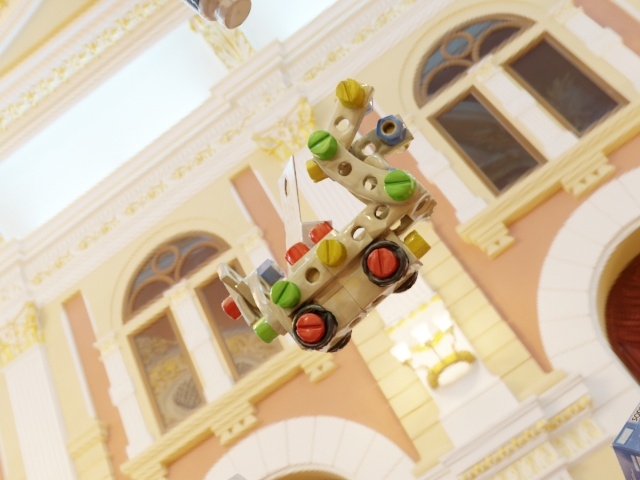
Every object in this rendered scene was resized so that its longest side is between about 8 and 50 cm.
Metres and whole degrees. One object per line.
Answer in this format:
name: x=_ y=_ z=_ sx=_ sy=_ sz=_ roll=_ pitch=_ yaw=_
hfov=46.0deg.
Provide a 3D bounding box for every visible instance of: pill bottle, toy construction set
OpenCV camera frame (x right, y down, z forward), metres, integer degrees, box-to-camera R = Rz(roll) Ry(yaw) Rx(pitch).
pill bottle: x=-0.150 y=-0.333 z=0.996 sx=0.067 sy=0.120 sz=0.067 roll=-45 pitch=-16 yaw=-16
toy construction set: x=0.000 y=0.000 z=0.855 sx=0.327 sy=0.215 sz=0.151 roll=-48 pitch=-23 yaw=20

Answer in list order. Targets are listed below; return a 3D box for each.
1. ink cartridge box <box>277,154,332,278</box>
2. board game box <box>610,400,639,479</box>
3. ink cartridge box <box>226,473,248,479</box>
ink cartridge box: x=-0.029 y=-0.015 z=1.487 sx=0.066 sy=0.261 sz=0.296 roll=-4 pitch=-4 yaw=-9
board game box: x=0.298 y=0.183 z=0.581 sx=0.136 sy=0.035 sz=0.201 roll=-41 pitch=-63 yaw=-28
ink cartridge box: x=-0.129 y=0.489 z=1.211 sx=0.189 sy=0.232 sz=0.066 roll=-22 pitch=-55 yaw=-43
